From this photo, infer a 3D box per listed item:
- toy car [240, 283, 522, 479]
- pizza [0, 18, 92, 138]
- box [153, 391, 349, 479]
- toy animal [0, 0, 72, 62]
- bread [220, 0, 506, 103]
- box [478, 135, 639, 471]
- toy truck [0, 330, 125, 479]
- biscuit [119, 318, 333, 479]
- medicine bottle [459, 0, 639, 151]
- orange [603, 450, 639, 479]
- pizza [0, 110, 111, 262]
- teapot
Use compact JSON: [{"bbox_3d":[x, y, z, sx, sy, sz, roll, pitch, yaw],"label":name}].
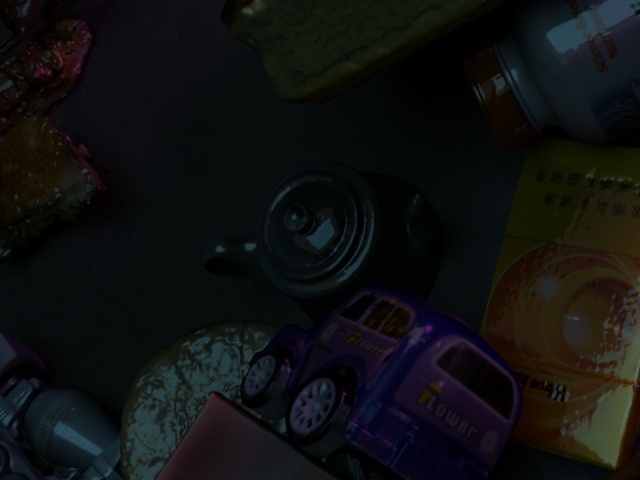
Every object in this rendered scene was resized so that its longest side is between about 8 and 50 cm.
[{"bbox_3d":[0.054,0.125,0.994,0.158,0.172,0.235,-56,29,-8],"label":"toy car"},{"bbox_3d":[-0.369,-0.180,1.396,0.246,0.058,0.127,-31,64,21],"label":"pizza"},{"bbox_3d":[-0.053,0.229,1.070,0.175,0.048,0.112,34,85,8],"label":"box"},{"bbox_3d":[-0.373,-0.313,1.400,0.260,0.087,0.243,-30,42,7],"label":"toy animal"},{"bbox_3d":[0.102,-0.273,1.019,0.333,0.324,0.143,-28,107,19],"label":"bread"},{"bbox_3d":[0.220,0.048,1.012,0.152,0.043,0.269,12,82,35],"label":"box"},{"bbox_3d":[-0.296,0.192,1.229,0.140,0.108,0.256,-45,61,-4],"label":"toy truck"},{"bbox_3d":[-0.091,0.182,1.132,0.219,0.033,0.220,-3,76,12],"label":"biscuit"},{"bbox_3d":[0.263,-0.179,0.979,0.288,0.157,0.157,-27,65,17],"label":"medicine bottle"},{"bbox_3d":[0.261,0.281,0.819,0.270,0.210,0.369,29,94,-6],"label":"orange"},{"bbox_3d":[-0.315,-0.065,1.328,0.226,0.069,0.147,-24,64,31],"label":"pizza"},{"bbox_3d":[0.000,0.000,1.089,0.239,0.149,0.163,-11,72,26],"label":"teapot"}]
